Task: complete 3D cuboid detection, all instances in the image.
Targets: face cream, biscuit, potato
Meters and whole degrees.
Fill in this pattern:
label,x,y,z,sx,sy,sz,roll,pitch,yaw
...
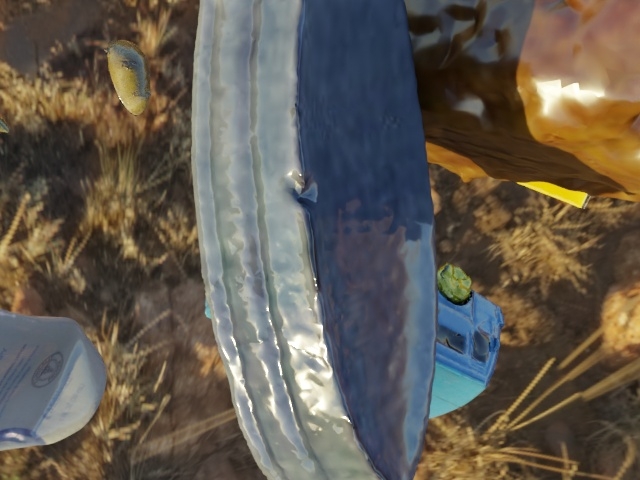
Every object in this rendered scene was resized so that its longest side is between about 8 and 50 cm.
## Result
label,x,y,z,sx,sy,sz,roll,pitch,yaw
face cream,-0.428,0.193,1.507,0.137,0.420,0.235,33,92,19
biscuit,0.150,-0.230,0.649,0.166,0.342,0.395,19,85,-50
potato,-0.216,-0.192,1.261,0.036,0.037,0.093,-20,81,21

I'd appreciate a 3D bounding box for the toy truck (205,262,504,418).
label,x,y,z,sx,sy,sz,roll,pitch,yaw
toy truck,0.048,0.085,1.390,0.384,0.161,0.162,27,50,-23

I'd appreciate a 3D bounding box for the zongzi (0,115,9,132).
label,x,y,z,sx,sy,sz,roll,pitch,yaw
zongzi,-0.364,-0.210,1.119,0.289,0.123,0.260,9,46,25

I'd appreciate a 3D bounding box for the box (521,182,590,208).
label,x,y,z,sx,sy,sz,roll,pitch,yaw
box,0.187,-0.158,0.799,0.129,0.033,0.247,25,93,34

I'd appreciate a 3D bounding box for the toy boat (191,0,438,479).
label,x,y,z,sx,sy,sz,roll,pitch,yaw
toy boat,0.000,0.000,0.553,0.127,0.078,0.283,-11,96,-56
